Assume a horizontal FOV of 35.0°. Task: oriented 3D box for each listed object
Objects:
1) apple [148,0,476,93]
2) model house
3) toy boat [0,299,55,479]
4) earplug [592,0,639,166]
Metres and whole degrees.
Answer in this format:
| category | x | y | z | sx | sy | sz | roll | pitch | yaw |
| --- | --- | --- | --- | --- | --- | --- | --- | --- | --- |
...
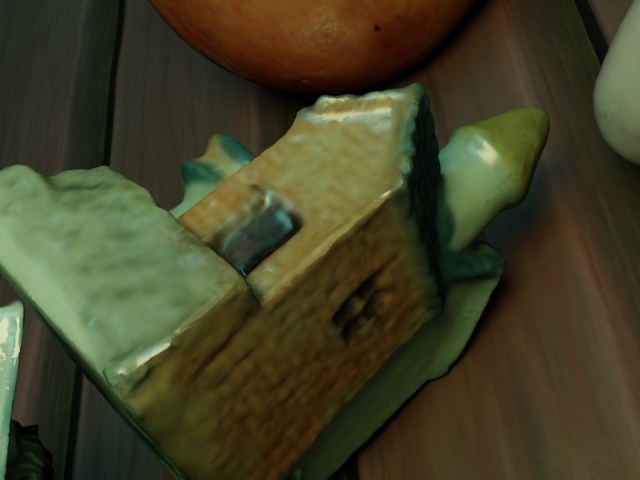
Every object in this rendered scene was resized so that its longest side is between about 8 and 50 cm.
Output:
| category | x | y | z | sx | sy | sz | roll | pitch | yaw |
| --- | --- | --- | --- | --- | --- | --- | --- | --- | --- |
| apple | -0.014 | -0.324 | 0.855 | 0.364 | 0.364 | 0.363 | -22 | 45 | 23 |
| model house | 0.000 | 0.000 | 0.634 | 0.325 | 0.267 | 0.194 | -39 | 52 | -15 |
| toy boat | -0.193 | 0.167 | 0.614 | 0.133 | 0.331 | 0.145 | -4 | 37 | -15 |
| earplug | 0.289 | -0.161 | 0.611 | 0.301 | 0.172 | 0.172 | -45 | 40 | 6 |
